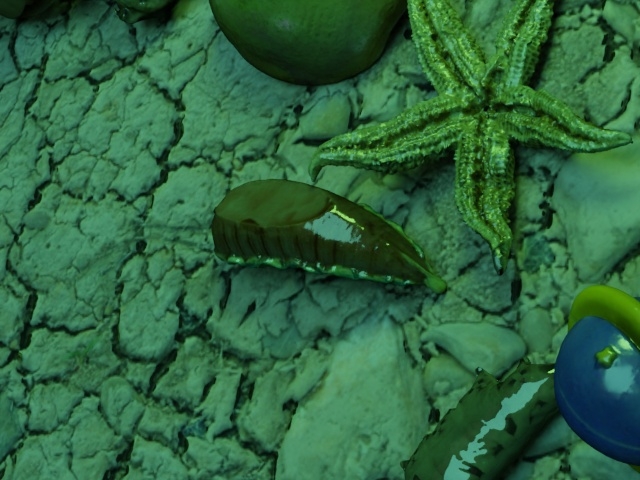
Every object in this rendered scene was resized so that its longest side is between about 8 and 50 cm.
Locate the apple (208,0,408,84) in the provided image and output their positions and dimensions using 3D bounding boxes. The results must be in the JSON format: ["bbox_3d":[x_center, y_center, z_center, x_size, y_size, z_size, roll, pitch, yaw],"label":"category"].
[{"bbox_3d":[-0.036,-0.273,1.866,0.265,0.120,0.193,29,106,27],"label":"apple"}]

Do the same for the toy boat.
[{"bbox_3d":[-0.002,-0.007,1.782,0.293,0.099,0.108,13,56,36],"label":"toy boat"}]

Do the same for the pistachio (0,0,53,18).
[{"bbox_3d":[-0.409,-0.367,2.097,0.288,0.166,0.197,10,123,62],"label":"pistachio"}]

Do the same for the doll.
[{"bbox_3d":[0.342,0.146,1.469,0.311,0.242,0.159,51,138,34],"label":"doll"}]

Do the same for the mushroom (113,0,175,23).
[{"bbox_3d":[-0.174,-0.437,2.011,0.344,0.130,0.247,-49,52,11],"label":"mushroom"}]

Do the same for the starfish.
[{"bbox_3d":[0.179,-0.150,1.720,0.347,0.078,0.358,34,87,36],"label":"starfish"}]

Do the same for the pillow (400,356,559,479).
[{"bbox_3d":[0.147,0.198,1.642,0.241,0.051,0.093,-51,55,12],"label":"pillow"}]
